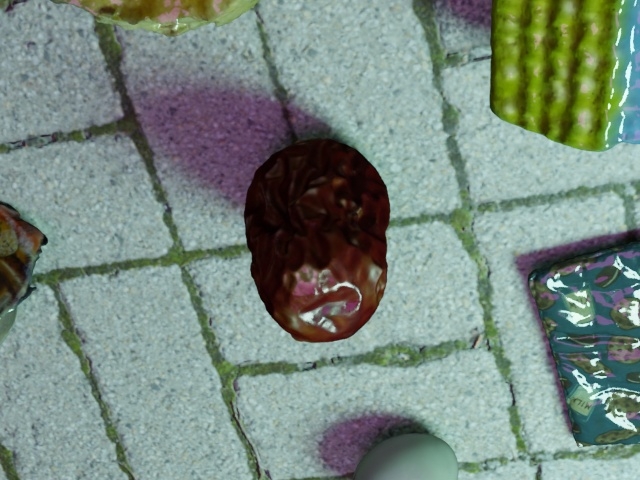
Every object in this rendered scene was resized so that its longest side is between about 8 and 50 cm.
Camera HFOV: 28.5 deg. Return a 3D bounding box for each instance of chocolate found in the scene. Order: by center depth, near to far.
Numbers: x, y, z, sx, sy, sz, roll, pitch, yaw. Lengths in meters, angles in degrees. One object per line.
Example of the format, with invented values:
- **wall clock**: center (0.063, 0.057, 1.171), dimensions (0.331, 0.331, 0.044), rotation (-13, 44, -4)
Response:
- **chocolate**: center (-0.411, 0.058, 1.433), dimensions (0.221, 0.221, 0.147), rotation (11, 148, 6)

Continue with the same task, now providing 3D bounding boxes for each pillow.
- **pillow**: center (0.342, 0.115, 1.363), dimensions (0.189, 0.034, 0.256), rotation (-11, 116, 18)

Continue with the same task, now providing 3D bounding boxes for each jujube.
- **jujube**: center (0.000, 0.000, 1.263), dimensions (0.155, 0.230, 0.155), rotation (-3, 126, -4)

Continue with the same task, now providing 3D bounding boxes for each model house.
- **model house**: center (0.277, -0.216, 1.097), dimensions (0.303, 0.215, 0.237), rotation (8, 121, 14)

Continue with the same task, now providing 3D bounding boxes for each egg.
- **egg**: center (0.098, 0.278, 1.465), dimensions (0.135, 0.103, 0.103), rotation (-33, 108, 24)

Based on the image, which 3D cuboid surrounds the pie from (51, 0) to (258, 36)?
- **pie**: center (-0.164, -0.348, 1.182), dimensions (0.339, 0.083, 0.339), rotation (4, 118, 7)
